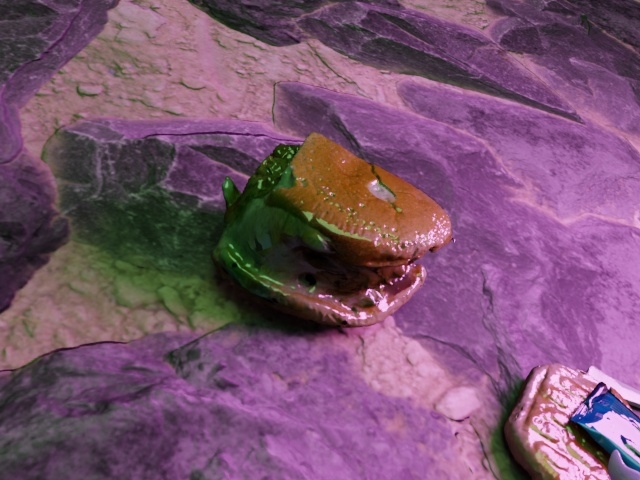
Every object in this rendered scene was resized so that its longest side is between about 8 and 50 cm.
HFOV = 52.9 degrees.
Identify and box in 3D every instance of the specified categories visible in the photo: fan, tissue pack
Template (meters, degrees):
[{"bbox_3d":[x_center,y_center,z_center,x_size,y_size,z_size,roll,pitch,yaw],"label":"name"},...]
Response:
[{"bbox_3d":[0.443,0.222,0.859,0.193,0.016,0.038,24,46,2],"label":"fan"},{"bbox_3d":[0.364,0.233,0.744,0.138,0.028,0.085,43,46,21],"label":"tissue pack"}]

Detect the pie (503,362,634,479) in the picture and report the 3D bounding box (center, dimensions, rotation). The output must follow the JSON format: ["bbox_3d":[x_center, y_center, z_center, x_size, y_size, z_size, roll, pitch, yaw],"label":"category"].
[{"bbox_3d":[0.313,0.238,0.767,0.195,0.046,0.195,11,44,-11],"label":"pie"}]

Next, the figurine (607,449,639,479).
[{"bbox_3d":[0.274,0.302,0.596,0.128,0.184,0.208,25,67,31],"label":"figurine"}]

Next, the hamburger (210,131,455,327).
[{"bbox_3d":[0.000,0.000,0.776,0.288,0.167,0.192,29,43,5],"label":"hamburger"}]
